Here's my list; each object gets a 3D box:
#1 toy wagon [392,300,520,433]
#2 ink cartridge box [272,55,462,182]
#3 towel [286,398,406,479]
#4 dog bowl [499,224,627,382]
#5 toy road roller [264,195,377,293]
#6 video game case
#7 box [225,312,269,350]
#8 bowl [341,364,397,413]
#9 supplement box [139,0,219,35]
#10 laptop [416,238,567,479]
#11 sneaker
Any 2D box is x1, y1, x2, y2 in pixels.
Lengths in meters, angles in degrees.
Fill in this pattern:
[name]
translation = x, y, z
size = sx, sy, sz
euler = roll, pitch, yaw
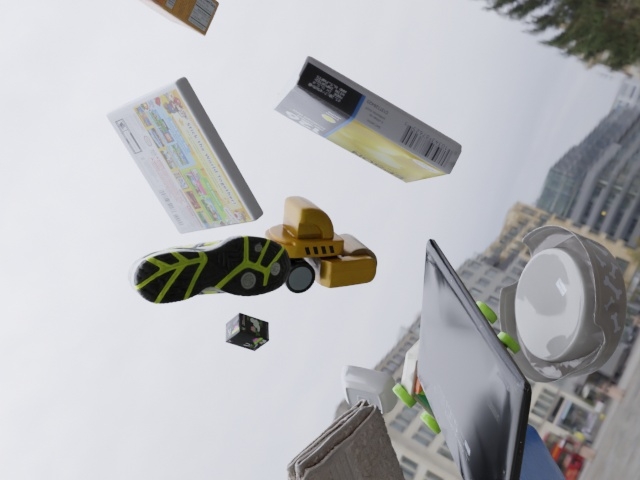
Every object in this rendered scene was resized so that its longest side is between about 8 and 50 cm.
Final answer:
[toy wagon]
translation = 0.320, 0.302, 1.570
size = 0.267, 0.068, 0.344
euler = -45, -57, -4
[ink cartridge box]
translation = 0.065, -0.203, 1.324
size = 0.072, 0.303, 0.307
euler = -65, 11, -8
[towel]
translation = 0.060, 0.408, 1.142
size = 0.187, 0.049, 0.282
euler = -36, -62, -29
[dog bowl]
translation = 0.533, 0.143, 1.601
size = 0.102, 0.349, 0.349
euler = 6, -64, -19
[toy road roller]
translation = 0.000, 0.000, 2.080
size = 0.329, 0.202, 0.241
euler = -3, -68, -24
[video game case]
translation = -0.207, -0.118, 1.088
size = 0.026, 0.206, 0.227
euler = -43, -66, -37
[box]
translation = -0.169, 0.211, 1.664
size = 0.083, 0.052, 0.062
euler = 24, -46, -32
[bowl]
translation = 0.115, 0.376, 1.790
size = 0.142, 0.142, 0.053
euler = 78, -149, -44
[supplement box]
translation = -0.266, -0.441, 1.302
size = 0.080, 0.078, 0.233
euler = -64, -10, 5
[laptop]
translation = 0.302, 0.251, 1.049
size = 0.382, 0.236, 0.408
euler = -110, 17, -63
[sneaker]
translation = -0.248, 0.053, 1.634
size = 0.384, 0.147, 0.145
euler = -1, -82, -32
